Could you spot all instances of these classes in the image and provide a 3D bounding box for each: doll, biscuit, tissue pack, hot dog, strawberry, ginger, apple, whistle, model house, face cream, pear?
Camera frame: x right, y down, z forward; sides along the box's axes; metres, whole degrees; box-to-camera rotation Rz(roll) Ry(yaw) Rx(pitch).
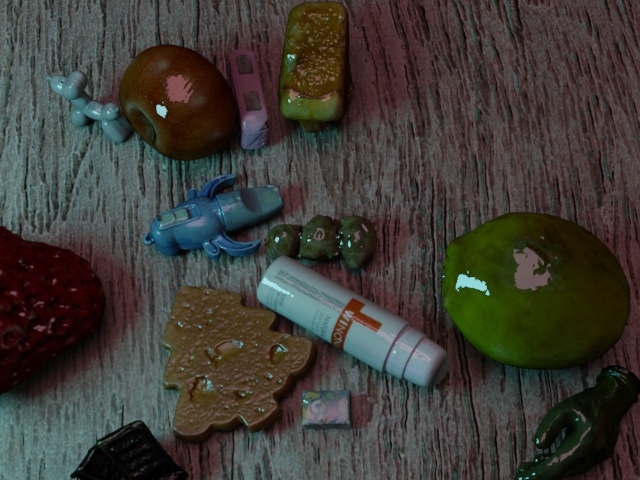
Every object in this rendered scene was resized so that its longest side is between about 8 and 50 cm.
[{"bbox_3d":[-0.449,-0.265,2.014,0.161,0.160,0.059,24,68,15],"label":"doll"},{"bbox_3d":[-0.165,0.197,1.812,0.284,0.043,0.306,-30,62,-10],"label":"biscuit"},{"bbox_3d":[0.011,0.283,1.755,0.083,0.035,0.063,-3,62,4],"label":"tissue pack"},{"bbox_3d":[-0.008,-0.323,2.012,0.150,0.153,0.256,3,65,2],"label":"hot dog"},{"bbox_3d":[-0.540,0.099,1.780,0.345,0.295,0.317,-15,24,-22],"label":"strawberry"},{"bbox_3d":[0.000,0.000,1.881,0.204,0.080,0.104,3,68,4],"label":"ginger"},{"bbox_3d":[-0.275,-0.255,1.965,0.235,0.210,0.173,24,54,31],"label":"apple"},{"bbox_3d":[-0.197,-0.040,1.921,0.269,0.093,0.180,-15,56,-10],"label":"whistle"},{"bbox_3d":[-0.320,0.358,1.681,0.165,0.152,0.106,-30,58,-13],"label":"model house"},{"bbox_3d":[0.057,0.143,1.789,0.346,0.102,0.102,28,68,19],"label":"face cream"},{"bbox_3d":[0.353,0.082,1.720,0.321,0.269,0.269,18,64,-1],"label":"pear"}]

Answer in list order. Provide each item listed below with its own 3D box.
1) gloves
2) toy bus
[{"bbox_3d":[0.415,0.306,1.668,0.268,0.135,0.107,-40,25,-17],"label":"gloves"},{"bbox_3d":[-0.141,-0.277,2.031,0.063,0.090,0.203,-7,59,-11],"label":"toy bus"}]
